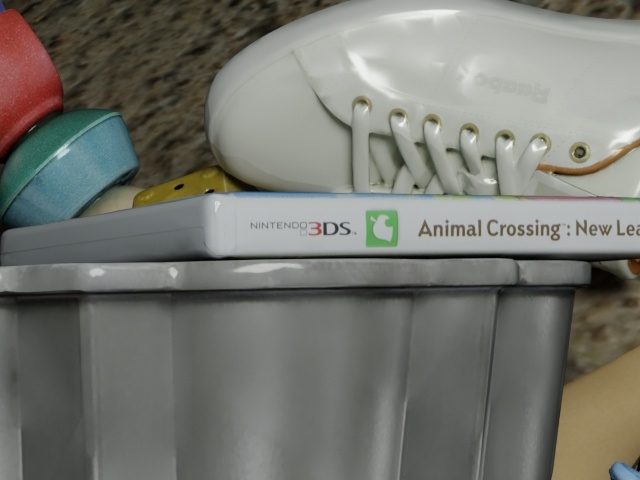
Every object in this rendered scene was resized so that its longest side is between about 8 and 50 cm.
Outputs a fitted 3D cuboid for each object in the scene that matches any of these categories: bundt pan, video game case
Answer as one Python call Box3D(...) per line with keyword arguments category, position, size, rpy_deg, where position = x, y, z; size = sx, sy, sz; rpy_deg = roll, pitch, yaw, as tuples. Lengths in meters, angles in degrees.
Box3D(category="bundt pan", position=(-0.066, 0.072, 0.573), size=(0.331, 0.124, 0.331), rpy_deg=(-1, -3, 0))
Box3D(category="video game case", position=(0.000, 0.000, 0.628), size=(0.193, 0.023, 0.212), rpy_deg=(0, -3, -29))

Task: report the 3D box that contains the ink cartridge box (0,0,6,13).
Box3D(category="ink cartridge box", position=(-0.388, -0.105, 1.098), size=(0.395, 0.151, 0.270), rpy_deg=(10, 44, 41))

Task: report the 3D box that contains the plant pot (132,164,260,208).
Box3D(category="plant pot", position=(-0.055, 0.013, 0.795), size=(0.081, 0.083, 0.081), rpy_deg=(-19, 34, 4))

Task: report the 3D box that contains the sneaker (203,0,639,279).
Box3D(category="sneaker", position=(0.087, -0.044, 0.736), size=(0.290, 0.106, 0.123), rpy_deg=(-2, 41, 4))

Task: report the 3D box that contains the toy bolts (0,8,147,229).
Box3D(category="toy bolts", position=(-0.189, 0.016, 0.872), size=(0.228, 0.158, 0.218), rpy_deg=(-42, -4, -12))

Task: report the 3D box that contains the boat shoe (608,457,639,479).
Box3D(category="boat shoe", position=(0.131, 0.130, 0.488), size=(0.109, 0.089, 0.258), rpy_deg=(-4, 45, 17))

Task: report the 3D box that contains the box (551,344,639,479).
Box3D(category="box", position=(0.173, 0.083, 0.617), size=(0.201, 0.021, 0.164), rpy_deg=(-27, 33, -8))
